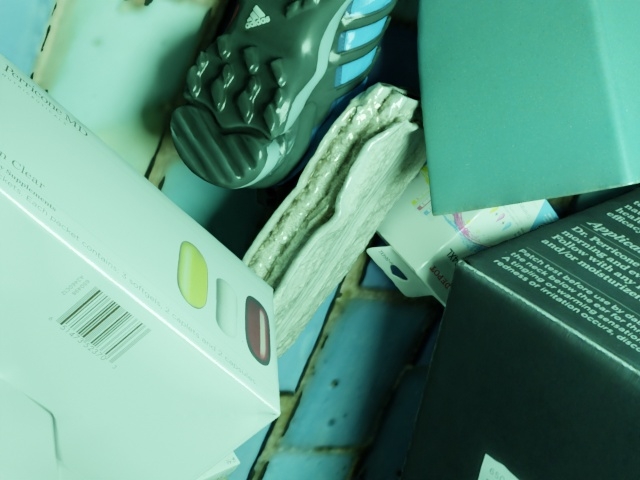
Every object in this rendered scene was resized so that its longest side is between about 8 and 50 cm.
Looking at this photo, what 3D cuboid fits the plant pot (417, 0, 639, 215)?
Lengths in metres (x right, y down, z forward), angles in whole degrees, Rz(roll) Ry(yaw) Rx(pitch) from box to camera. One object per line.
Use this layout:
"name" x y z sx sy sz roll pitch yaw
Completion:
"plant pot" 0.170 -0.152 0.902 0.166 0.165 0.234 -14 94 -48

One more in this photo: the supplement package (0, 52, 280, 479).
"supplement package" -0.187 0.052 0.802 0.204 0.145 0.262 -39 117 18

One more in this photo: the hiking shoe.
"hiking shoe" 0.001 -0.172 0.899 0.304 0.113 0.132 -57 161 6

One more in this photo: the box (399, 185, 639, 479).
"box" 0.325 0.216 1.137 0.472 0.297 0.480 -18 131 -40

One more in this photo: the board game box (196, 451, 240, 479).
"board game box" -0.153 0.232 1.067 0.154 0.026 0.103 -18 154 -38

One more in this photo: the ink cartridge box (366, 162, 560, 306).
"ink cartridge box" 0.119 -0.008 1.071 0.143 0.090 0.092 -43 133 1

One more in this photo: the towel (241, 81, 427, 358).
"towel" 0.000 0.000 0.972 0.282 0.049 0.187 -55 167 15
